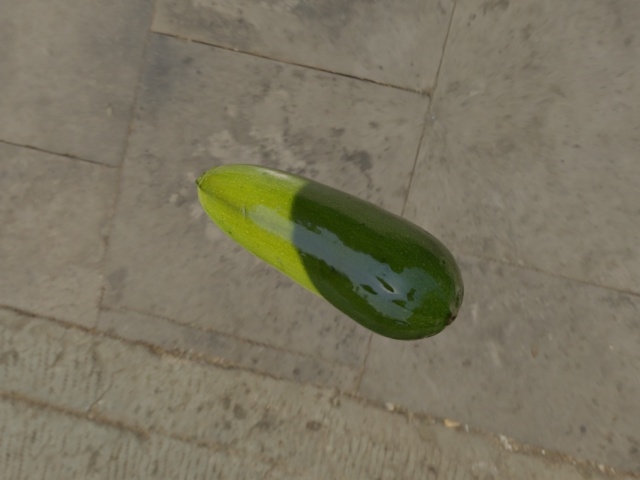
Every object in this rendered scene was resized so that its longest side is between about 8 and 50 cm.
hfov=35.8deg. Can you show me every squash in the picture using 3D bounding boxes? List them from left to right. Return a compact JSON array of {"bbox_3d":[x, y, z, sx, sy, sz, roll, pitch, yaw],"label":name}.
[{"bbox_3d":[0.000,0.000,0.589,0.201,0.066,0.066,27,101,34],"label":"squash"}]

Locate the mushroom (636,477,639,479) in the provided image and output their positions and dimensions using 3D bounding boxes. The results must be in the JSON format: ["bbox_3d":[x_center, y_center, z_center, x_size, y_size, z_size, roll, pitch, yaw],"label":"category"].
[{"bbox_3d":[0.170,0.234,0.368,0.290,0.297,0.297,-13,96,-25],"label":"mushroom"}]
